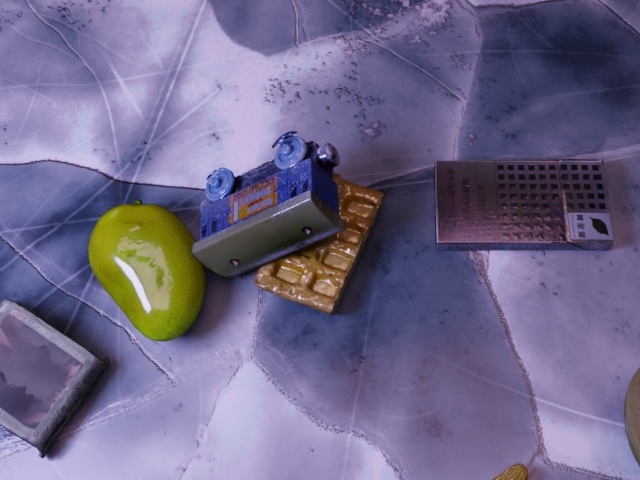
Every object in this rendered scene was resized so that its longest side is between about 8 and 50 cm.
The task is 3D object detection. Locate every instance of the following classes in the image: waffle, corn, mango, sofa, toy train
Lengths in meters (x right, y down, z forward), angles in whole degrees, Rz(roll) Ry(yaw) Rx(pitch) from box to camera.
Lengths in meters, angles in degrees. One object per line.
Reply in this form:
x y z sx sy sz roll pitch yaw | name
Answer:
0.000 0.000 1.559 0.168 0.057 0.274 19 68 12 | waffle
0.306 0.407 1.369 0.092 0.037 0.037 -31 68 -11 | corn
-0.307 0.049 1.509 0.185 0.149 0.273 -36 74 -19 | mango
-0.533 0.240 1.477 0.225 0.176 0.210 35 70 -13 | sofa
-0.093 -0.063 1.503 0.300 0.131 0.201 -24 50 26 | toy train

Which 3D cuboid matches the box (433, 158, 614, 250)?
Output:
0.382 -0.069 1.571 0.325 0.047 0.180 0 66 4 | box

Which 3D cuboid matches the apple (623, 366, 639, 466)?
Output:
0.626 0.275 1.275 0.292 0.292 0.254 15 44 10 | apple
